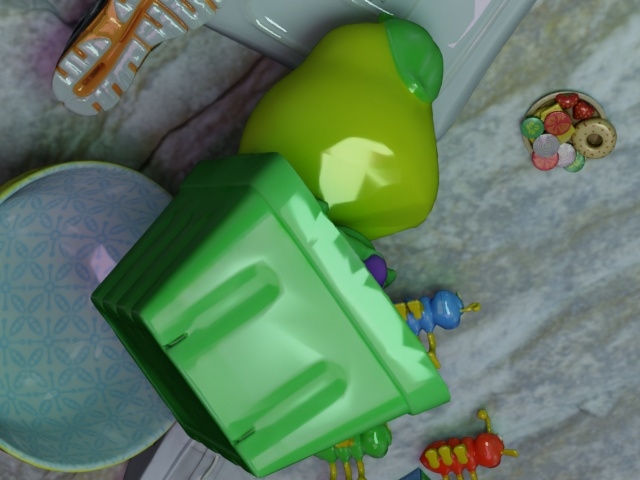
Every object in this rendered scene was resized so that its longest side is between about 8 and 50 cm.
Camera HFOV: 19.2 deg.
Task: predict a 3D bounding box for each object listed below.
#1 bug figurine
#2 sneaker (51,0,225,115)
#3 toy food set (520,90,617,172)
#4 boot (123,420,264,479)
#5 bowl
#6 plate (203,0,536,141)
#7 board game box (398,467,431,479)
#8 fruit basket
[{"bbox_3d":[0.075,0.154,1.901,0.216,0.072,0.279,-8,126,13],"label":"bug figurine"},{"bbox_3d":[-0.159,-0.207,1.681,0.215,0.083,0.084,-40,113,17],"label":"sneaker"},{"bbox_3d":[0.229,-0.101,1.772,0.083,0.020,0.083,-30,117,18],"label":"toy food set"},{"bbox_3d":[-0.095,0.190,1.925,0.123,0.095,0.258,21,128,-18],"label":"boot"},{"bbox_3d":[-0.259,0.065,1.784,0.156,0.289,0.289,5,136,51],"label":"bowl"},{"bbox_3d":[0.058,-0.239,1.677,0.278,0.045,0.277,28,119,-15],"label":"plate"},{"bbox_3d":[0.067,0.343,2.038,0.201,0.035,0.136,-35,115,20],"label":"board game box"},{"bbox_3d":[0.000,0.000,1.633,0.392,0.392,0.283,-32,100,19],"label":"fruit basket"}]
